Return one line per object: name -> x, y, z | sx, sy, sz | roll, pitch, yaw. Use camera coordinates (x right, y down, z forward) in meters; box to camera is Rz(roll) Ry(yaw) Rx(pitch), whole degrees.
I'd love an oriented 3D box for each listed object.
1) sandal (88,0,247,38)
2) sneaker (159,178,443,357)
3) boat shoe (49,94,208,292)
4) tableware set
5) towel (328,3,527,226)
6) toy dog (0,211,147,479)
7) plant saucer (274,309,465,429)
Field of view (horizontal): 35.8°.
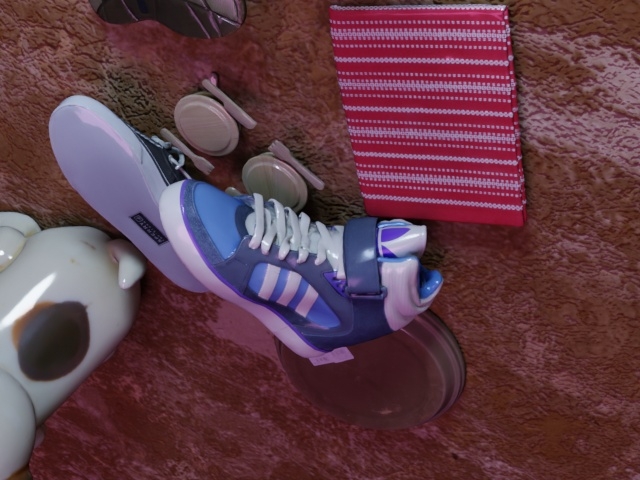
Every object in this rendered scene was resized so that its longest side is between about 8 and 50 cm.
sandal -> -0.166, -0.271, 1.078 | 0.219, 0.060, 0.090 | 9, 127, 36
sneaker -> 0.000, 0.001, 1.153 | 0.236, 0.130, 0.323 | -27, 127, 25
boat shoe -> -0.209, -0.072, 1.233 | 0.113, 0.105, 0.306 | -23, 123, 32
tableware set -> -0.089, -0.110, 1.193 | 0.194, 0.039, 0.128 | 42, 138, -10
towel -> 0.122, -0.131, 1.088 | 0.199, 0.031, 0.274 | 4, 128, 23
toy dog -> -0.419, 0.183, 1.332 | 0.396, 0.408, 0.284 | -8, 125, 29
plant saucer -> 0.061, 0.170, 1.370 | 0.278, 0.041, 0.277 | 13, 133, 14
